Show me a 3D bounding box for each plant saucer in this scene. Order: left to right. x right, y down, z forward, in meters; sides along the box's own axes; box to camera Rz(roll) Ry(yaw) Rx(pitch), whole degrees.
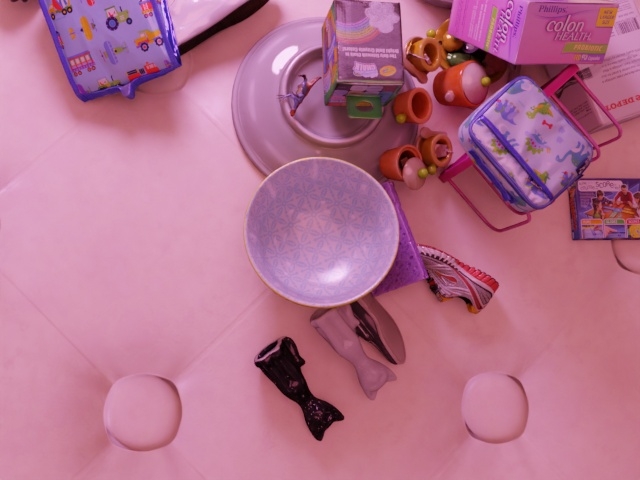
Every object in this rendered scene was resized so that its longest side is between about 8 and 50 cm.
[{"bbox_3d":[0.020,-0.285,1.455,0.401,0.100,0.400,1,82,-9],"label":"plant saucer"}]

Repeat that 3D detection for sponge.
[{"bbox_3d":[0.126,-0.002,1.423,0.117,0.031,0.210,-24,79,25],"label":"sponge"}]

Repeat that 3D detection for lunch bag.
[{"bbox_3d":[-0.403,-0.418,1.368,0.221,0.138,0.293,-15,89,10],"label":"lunch bag"},{"bbox_3d":[0.371,-0.170,1.294,0.176,0.090,0.219,-40,93,-10],"label":"lunch bag"}]

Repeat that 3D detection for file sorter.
[{"bbox_3d":[0.431,-0.176,1.451,0.291,0.202,0.182,-42,91,-12],"label":"file sorter"}]

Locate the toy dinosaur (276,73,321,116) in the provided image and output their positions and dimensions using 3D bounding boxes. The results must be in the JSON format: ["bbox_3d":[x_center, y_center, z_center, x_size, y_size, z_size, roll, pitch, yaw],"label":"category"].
[{"bbox_3d":[-0.036,-0.280,1.375,0.090,0.047,0.082,0,100,-20],"label":"toy dinosaur"}]

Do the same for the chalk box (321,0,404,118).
[{"bbox_3d":[0.079,-0.331,1.354,0.133,0.132,0.212,0,83,-10],"label":"chalk box"}]

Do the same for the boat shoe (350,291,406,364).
[{"bbox_3d":[0.099,0.167,1.430,0.065,0.075,0.206,-31,94,31],"label":"boat shoe"}]

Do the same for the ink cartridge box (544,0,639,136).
[{"bbox_3d":[0.617,-0.385,1.556,0.197,0.114,0.272,-19,84,-12],"label":"ink cartridge box"}]

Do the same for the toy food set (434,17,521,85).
[{"bbox_3d":[0.354,-0.412,1.540,0.218,0.071,0.128,23,79,-5],"label":"toy food set"}]

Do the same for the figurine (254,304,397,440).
[{"bbox_3d":[0.017,0.251,1.374,0.215,0.092,0.209,-36,97,-1],"label":"figurine"}]

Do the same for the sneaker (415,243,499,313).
[{"bbox_3d":[0.248,0.074,1.443,0.225,0.088,0.092,28,86,0],"label":"sneaker"}]

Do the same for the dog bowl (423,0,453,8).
[{"bbox_3d":[0.296,-0.670,1.555,0.349,0.102,0.348,1,81,-9],"label":"dog bowl"}]

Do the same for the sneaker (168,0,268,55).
[{"bbox_3d":[-0.223,-0.492,1.443,0.290,0.106,0.123,-32,90,-11],"label":"sneaker"}]

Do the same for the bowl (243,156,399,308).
[{"bbox_3d":[0.000,0.000,1.371,0.290,0.156,0.289,0,75,-1],"label":"bowl"}]

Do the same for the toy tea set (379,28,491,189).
[{"bbox_3d":[0.242,-0.252,1.436,0.200,0.124,0.335,22,78,-39],"label":"toy tea set"}]

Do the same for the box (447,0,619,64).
[{"bbox_3d":[0.413,-0.438,1.409,0.214,0.243,0.117,-6,120,-22],"label":"box"}]

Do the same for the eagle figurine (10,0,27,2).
[{"bbox_3d":[-0.643,-0.643,1.384,0.226,0.225,0.298,31,112,36],"label":"eagle figurine"}]

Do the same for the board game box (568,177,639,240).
[{"bbox_3d":[0.647,-0.069,1.553,0.201,0.035,0.136,0,82,-9],"label":"board game box"}]
